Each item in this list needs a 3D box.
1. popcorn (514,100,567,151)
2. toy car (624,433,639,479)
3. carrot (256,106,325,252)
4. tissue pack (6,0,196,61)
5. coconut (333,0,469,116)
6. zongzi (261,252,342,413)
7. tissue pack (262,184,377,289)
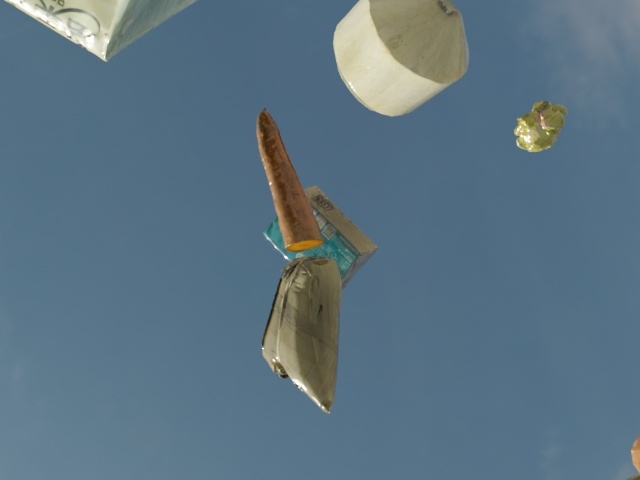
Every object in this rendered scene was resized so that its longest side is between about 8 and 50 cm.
[{"bbox_3d":[0.449,-0.230,1.764,0.109,0.089,0.097,-64,-23,6],"label":"popcorn"},{"bbox_3d":[0.439,0.332,1.089,0.235,0.235,0.145,-36,-91,-25],"label":"toy car"},{"bbox_3d":[-0.056,-0.091,1.236,0.057,0.057,0.224,-11,-107,-29],"label":"carrot"},{"bbox_3d":[-0.328,-0.424,1.027,0.405,0.205,0.331,33,-145,-3],"label":"tissue pack"},{"bbox_3d":[0.136,-0.316,1.392,0.202,0.222,0.202,17,-121,-30],"label":"coconut"},{"bbox_3d":[-0.006,0.132,1.271,0.099,0.197,0.194,5,-72,-28],"label":"zongzi"},{"bbox_3d":[0.000,0.000,1.538,0.169,0.120,0.082,44,-150,11],"label":"tissue pack"}]
